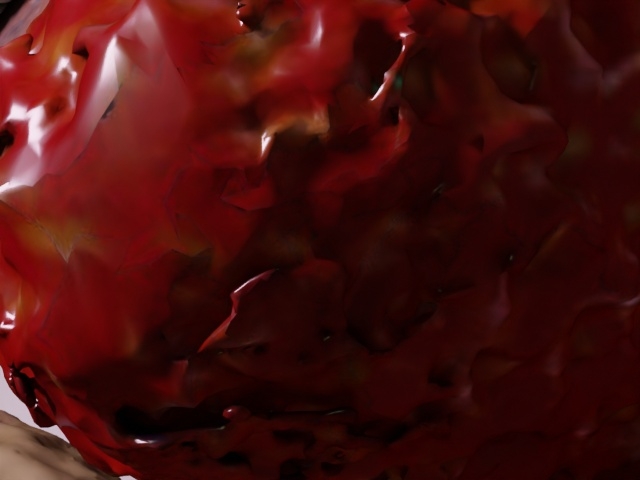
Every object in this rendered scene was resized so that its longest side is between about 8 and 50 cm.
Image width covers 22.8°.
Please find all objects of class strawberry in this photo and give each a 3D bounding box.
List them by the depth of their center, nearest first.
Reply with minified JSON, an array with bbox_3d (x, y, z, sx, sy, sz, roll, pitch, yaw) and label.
[{"bbox_3d":[0.000,0.000,0.394,0.234,0.234,0.178,-45,-11,21],"label":"strawberry"}]

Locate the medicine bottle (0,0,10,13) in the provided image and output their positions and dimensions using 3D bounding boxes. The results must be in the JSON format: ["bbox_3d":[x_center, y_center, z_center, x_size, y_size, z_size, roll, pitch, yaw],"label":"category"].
[{"bbox_3d":[-0.281,-0.148,1.089,0.183,0.086,0.086,-45,33,21],"label":"medicine bottle"}]

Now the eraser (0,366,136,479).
[{"bbox_3d":[-0.005,-0.010,0.559,0.270,0.094,0.174,-50,37,13],"label":"eraser"}]

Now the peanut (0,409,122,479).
[{"bbox_3d":[-0.054,0.158,0.396,0.291,0.143,0.159,32,128,30],"label":"peanut"}]
